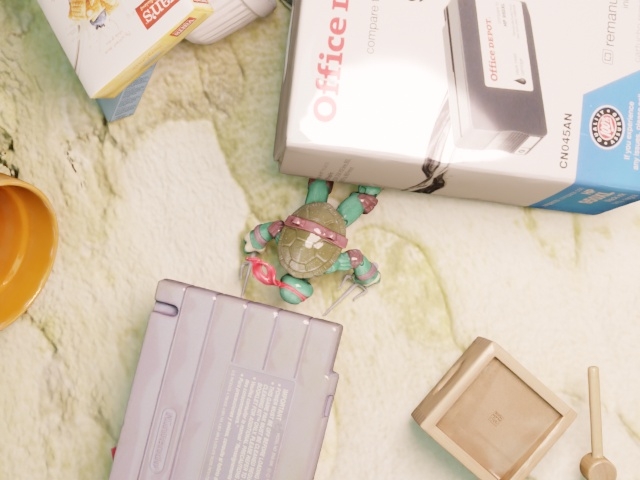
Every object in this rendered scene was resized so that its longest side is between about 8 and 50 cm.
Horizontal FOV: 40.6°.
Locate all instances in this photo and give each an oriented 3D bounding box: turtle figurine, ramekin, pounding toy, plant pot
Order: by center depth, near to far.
[{"bbox_3d":[0.244,0.206,1.003,0.206,0.094,0.181,41,87,0],"label":"pounding toy"},{"bbox_3d":[0.000,0.000,1.041,0.175,0.118,0.234,26,81,1],"label":"turtle figurine"},{"bbox_3d":[-0.156,-0.336,1.046,0.109,0.207,0.207,-33,82,13],"label":"ramekin"},{"bbox_3d":[-0.469,-0.005,1.076,0.188,0.205,0.205,22,89,24],"label":"plant pot"}]

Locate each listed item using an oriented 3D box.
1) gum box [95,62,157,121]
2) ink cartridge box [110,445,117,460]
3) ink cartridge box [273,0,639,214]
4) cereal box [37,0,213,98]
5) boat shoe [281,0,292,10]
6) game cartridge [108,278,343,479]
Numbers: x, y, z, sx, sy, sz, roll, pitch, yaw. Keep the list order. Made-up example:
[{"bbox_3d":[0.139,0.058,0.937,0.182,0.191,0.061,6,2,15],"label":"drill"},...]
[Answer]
[{"bbox_3d":[-0.264,-0.260,1.070,0.041,0.184,0.157,-26,81,-34],"label":"gum box"},{"bbox_3d":[-0.184,0.315,1.065,0.109,0.063,0.150,-13,85,7],"label":"ink cartridge box"},{"bbox_3d":[0.160,-0.199,0.956,0.395,0.166,0.285,7,84,-5],"label":"ink cartridge box"},{"bbox_3d":[-0.242,-0.302,0.955,0.173,0.047,0.240,-33,82,26],"label":"cereal box"},{"bbox_3d":[-0.041,-0.445,1.085,0.116,0.099,0.319,-8,85,6],"label":"boat shoe"},{"bbox_3d":[-0.118,0.242,0.999,0.230,0.068,0.355,14,89,4],"label":"game cartridge"}]
